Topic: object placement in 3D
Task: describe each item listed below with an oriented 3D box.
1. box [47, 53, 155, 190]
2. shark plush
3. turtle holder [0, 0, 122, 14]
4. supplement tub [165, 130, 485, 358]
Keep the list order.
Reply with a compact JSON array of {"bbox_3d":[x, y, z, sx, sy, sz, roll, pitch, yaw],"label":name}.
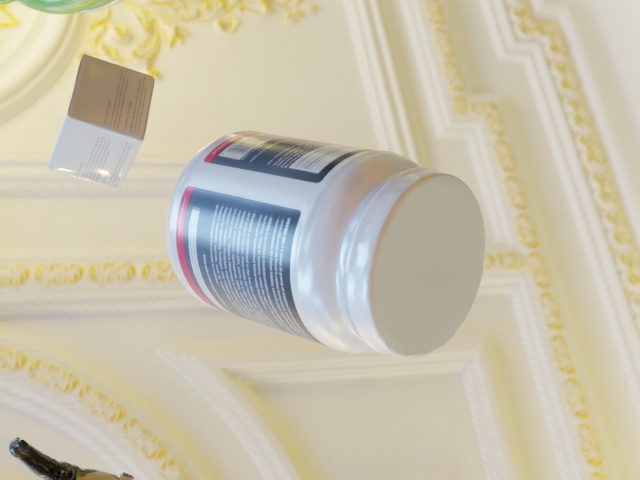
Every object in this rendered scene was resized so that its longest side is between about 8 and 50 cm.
[{"bbox_3d":[-0.246,-0.132,1.145,0.087,0.101,0.102,16,-128,-19],"label":"box"},{"bbox_3d":[-0.156,0.191,0.697,0.161,0.067,0.073,39,-127,-43],"label":"shark plush"},{"bbox_3d":[-0.268,-0.416,1.238,0.227,0.320,0.243,-27,-93,-56],"label":"turtle holder"},{"bbox_3d":[0.000,0.000,0.981,0.191,0.272,0.191,-15,-69,-44],"label":"supplement tub"}]
